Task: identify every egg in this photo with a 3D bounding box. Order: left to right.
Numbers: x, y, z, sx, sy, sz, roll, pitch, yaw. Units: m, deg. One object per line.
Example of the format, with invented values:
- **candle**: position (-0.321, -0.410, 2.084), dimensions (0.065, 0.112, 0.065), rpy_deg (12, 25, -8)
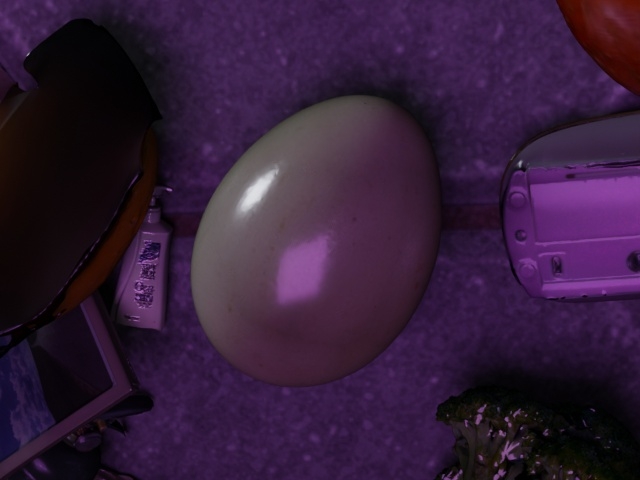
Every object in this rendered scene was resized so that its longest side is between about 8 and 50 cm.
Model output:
- **egg**: position (0.000, 0.000, 1.263), dimensions (0.188, 0.188, 0.253), rpy_deg (27, 109, 1)

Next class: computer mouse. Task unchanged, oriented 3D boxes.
- **computer mouse**: position (0.298, -0.026, 1.245), dimensions (0.310, 0.072, 0.158), rpy_deg (-5, 112, 16)

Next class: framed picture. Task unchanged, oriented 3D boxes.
- **framed picture**: position (-0.287, 0.113, 1.421), dimensions (0.260, 0.023, 0.189), rpy_deg (-34, 70, 25)

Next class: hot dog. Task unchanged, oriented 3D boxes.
- **hot dog**: position (-0.249, -0.022, 1.331), dimensions (0.326, 0.107, 0.194), rpy_deg (-41, 76, 9)

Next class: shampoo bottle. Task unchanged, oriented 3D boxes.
- **shampoo bottle**: position (-0.155, 0.012, 1.392), dimensions (0.049, 0.034, 0.141), rpy_deg (15, 113, 13)

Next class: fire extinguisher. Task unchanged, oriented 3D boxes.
- **fire extinguisher**: position (-0.290, 0.236, 1.487), dimensions (0.114, 0.095, 0.311), rpy_deg (18, 128, -45)

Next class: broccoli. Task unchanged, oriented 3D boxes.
- **broccoli**: position (0.169, 0.268, 1.306), dimensions (0.254, 0.269, 0.269), rpy_deg (23, 122, 45)

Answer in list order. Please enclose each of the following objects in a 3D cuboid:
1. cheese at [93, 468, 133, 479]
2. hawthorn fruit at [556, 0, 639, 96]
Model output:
- **cheese**: position (-0.045, 0.328, 1.497), dimensions (0.400, 0.034, 0.085), rpy_deg (23, 111, 3)
- **hawthorn fruit**: position (0.286, -0.220, 1.067), dimensions (0.284, 0.284, 0.284), rpy_deg (5, 113, 12)
